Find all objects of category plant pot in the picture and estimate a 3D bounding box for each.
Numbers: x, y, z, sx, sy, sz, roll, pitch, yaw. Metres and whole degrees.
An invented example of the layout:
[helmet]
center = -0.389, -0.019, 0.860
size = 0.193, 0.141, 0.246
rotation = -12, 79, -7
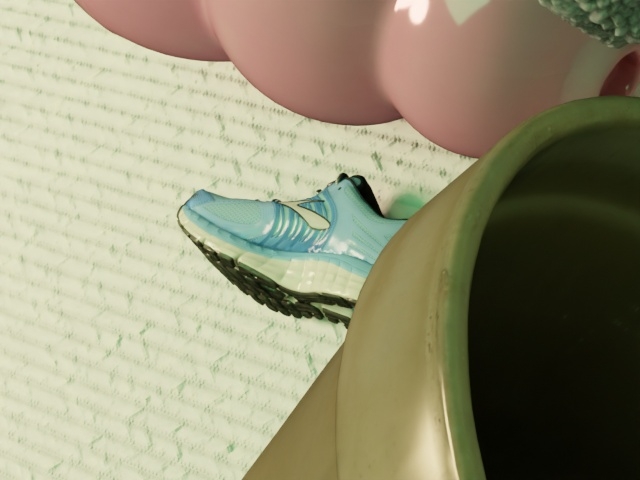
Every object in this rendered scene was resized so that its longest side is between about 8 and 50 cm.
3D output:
[plant pot]
center = 0.081, 0.149, 0.704
size = 0.280, 0.323, 0.323
rotation = -37, 58, 41

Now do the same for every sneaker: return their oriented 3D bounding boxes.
[sneaker]
center = 0.000, 0.000, 0.935
size = 0.162, 0.063, 0.073
rotation = 17, 70, 32

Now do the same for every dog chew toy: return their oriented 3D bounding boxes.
[dog chew toy]
center = 0.010, -0.150, 0.879
size = 0.332, 0.206, 0.206
rotation = 35, 98, 28

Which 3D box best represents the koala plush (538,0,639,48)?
[koala plush]
center = 0.201, -0.157, 0.731
size = 0.203, 0.221, 0.196
rotation = -10, 70, 23
